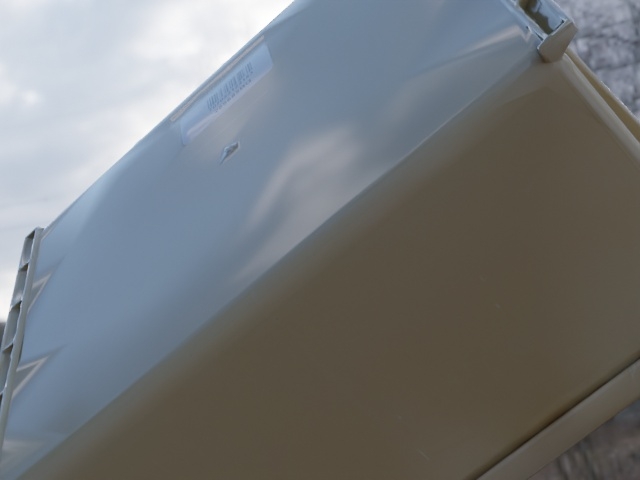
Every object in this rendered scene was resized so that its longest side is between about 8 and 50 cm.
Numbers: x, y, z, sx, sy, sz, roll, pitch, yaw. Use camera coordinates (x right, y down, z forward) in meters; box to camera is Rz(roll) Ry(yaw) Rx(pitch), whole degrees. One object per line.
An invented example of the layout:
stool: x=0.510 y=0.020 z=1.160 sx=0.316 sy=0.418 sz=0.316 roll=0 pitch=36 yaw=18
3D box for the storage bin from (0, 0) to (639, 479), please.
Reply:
storage bin: x=0.000 y=0.000 z=0.505 sx=0.262 sy=0.123 sz=0.260 roll=-40 pitch=25 yaw=13
